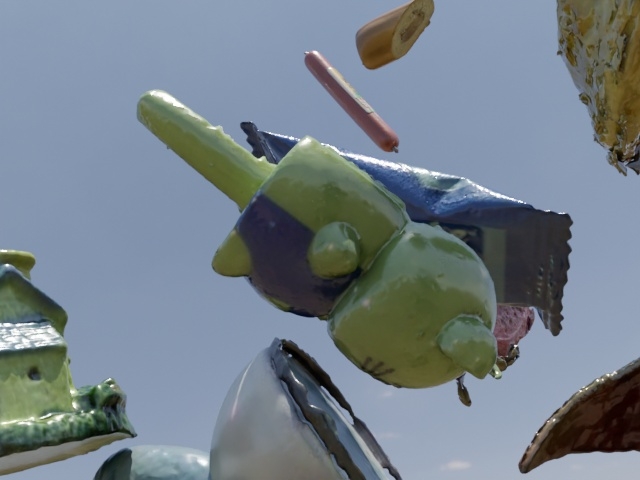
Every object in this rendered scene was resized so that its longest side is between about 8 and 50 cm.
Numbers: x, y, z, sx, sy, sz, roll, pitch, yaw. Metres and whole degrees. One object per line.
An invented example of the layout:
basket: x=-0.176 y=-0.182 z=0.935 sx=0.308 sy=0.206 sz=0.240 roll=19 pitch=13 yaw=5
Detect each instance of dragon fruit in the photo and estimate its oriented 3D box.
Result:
dragon fruit: x=0.224 y=0.094 z=1.140 sx=0.147 sy=0.282 sz=0.211 roll=-26 pitch=-15 yaw=36

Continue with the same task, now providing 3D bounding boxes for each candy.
candy: x=0.078 y=-0.013 z=0.748 sx=0.331 sy=0.077 sz=0.187 roll=17 pitch=-31 yaw=27

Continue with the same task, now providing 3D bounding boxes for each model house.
model house: x=-0.286 y=0.116 z=0.704 sx=0.214 sy=0.189 sz=0.195 roll=-28 pitch=-15 yaw=38

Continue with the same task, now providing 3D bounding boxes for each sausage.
sausage: x=0.038 y=-0.187 z=1.027 sx=0.029 sy=0.223 sz=0.029 roll=-27 pitch=-32 yaw=-18

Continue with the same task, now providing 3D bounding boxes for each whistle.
whistle: x=0.000 y=0.000 z=0.389 sx=0.085 sy=0.227 sz=0.105 roll=-54 pitch=-1 yaw=1

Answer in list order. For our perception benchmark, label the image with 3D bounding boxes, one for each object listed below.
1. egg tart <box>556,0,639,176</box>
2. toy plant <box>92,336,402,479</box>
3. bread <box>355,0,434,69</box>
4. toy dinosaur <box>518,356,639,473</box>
egg tart: x=0.232 y=-0.184 z=0.529 sx=0.095 sy=0.278 sz=0.279 roll=24 pitch=-12 yaw=28
toy plant: x=-0.096 y=0.269 z=0.708 sx=0.332 sy=0.247 sz=0.247 roll=-37 pitch=-30 yaw=2
bread: x=0.089 y=-0.250 z=0.934 sx=0.103 sy=0.062 sz=0.049 roll=-18 pitch=-38 yaw=35
toy dinosaur: x=0.305 y=0.133 z=0.415 sx=0.113 sy=0.327 sz=0.206 roll=3 pitch=-64 yaw=-52
